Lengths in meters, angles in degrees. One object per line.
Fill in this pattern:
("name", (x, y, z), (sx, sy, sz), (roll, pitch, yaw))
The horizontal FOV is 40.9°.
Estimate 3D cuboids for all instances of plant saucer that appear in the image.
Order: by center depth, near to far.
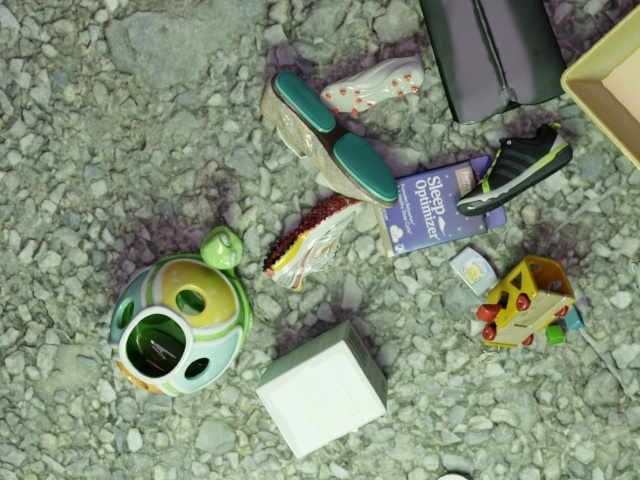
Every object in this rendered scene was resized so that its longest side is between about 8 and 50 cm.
("plant saucer", (0.598, -0.238, 1.297), (0.333, 0.081, 0.333), (-43, 84, 19))

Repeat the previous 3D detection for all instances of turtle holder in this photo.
("turtle holder", (-0.233, 0.141, 1.531), (0.320, 0.227, 0.243), (-28, 94, 11))

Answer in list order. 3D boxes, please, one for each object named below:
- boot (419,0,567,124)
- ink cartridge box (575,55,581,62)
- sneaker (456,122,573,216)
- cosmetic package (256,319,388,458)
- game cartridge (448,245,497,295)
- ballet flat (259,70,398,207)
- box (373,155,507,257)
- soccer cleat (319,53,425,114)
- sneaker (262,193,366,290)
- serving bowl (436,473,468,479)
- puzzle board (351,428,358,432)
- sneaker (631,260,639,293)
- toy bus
("boot", (0.332, -0.446, 1.401), (0.367, 0.146, 0.445), (-15, 93, 20))
("ink cartridge box", (0.503, -0.264, 1.432), (0.150, 0.109, 0.063), (11, 104, 6))
("sneaker", (0.325, -0.126, 1.489), (0.235, 0.084, 0.097), (-29, 79, -8))
("cosmetic package", (0.007, 0.264, 1.548), (0.184, 0.151, 0.151), (-31, 95, 11))
("game cartridge", (0.280, 0.053, 1.560), (0.056, 0.017, 0.083), (-42, 92, 8))
("ballet flat", (0.010, -0.162, 1.523), (0.316, 0.107, 0.106), (49, 135, 5))
("box", (0.211, -0.062, 1.540), (0.225, 0.036, 0.136), (-15, 97, 8))
("soccer cleat", (0.092, -0.276, 1.512), (0.196, 0.076, 0.068), (-11, 135, 24))
("sneaker", (0.000, 0.000, 1.563), (0.225, 0.088, 0.093), (-43, 112, 12))
("serving bowl", (0.251, 0.478, 1.625), (0.083, 0.027, 0.083), (1, 99, 8))
("puzzle board", (0.026, 0.303, 1.635), (0.096, 0.011, 0.128), (2, 100, 7))
("sneaker", (0.671, 0.031, 1.460), (0.281, 0.105, 0.115), (-26, 95, 11))
("toy bus", (0.349, 0.112, 1.514), (0.202, 0.191, 0.104), (-17, 53, 9))
